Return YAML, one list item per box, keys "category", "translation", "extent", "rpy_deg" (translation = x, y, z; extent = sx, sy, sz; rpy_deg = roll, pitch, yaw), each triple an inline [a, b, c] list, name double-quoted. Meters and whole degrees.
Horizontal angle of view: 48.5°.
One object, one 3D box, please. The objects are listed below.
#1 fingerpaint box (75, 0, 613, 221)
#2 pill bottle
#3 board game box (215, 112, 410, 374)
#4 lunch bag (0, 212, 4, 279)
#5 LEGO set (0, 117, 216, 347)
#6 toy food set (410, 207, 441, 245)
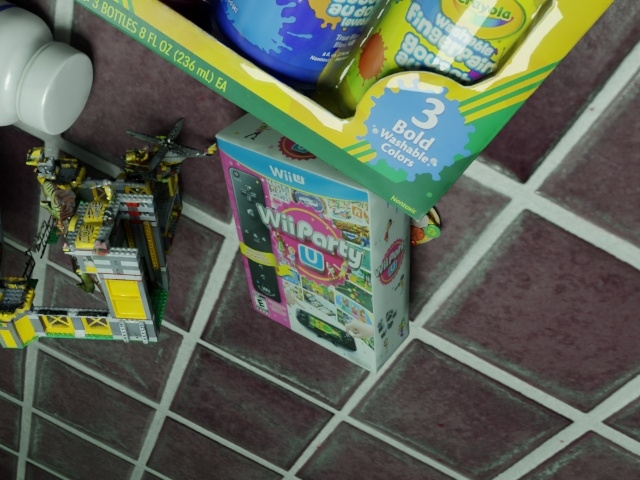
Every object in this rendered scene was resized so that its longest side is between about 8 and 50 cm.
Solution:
- category: "fingerpaint box"
  translation: [0.017, -0.284, 0.613]
  extent: [0.445, 0.163, 0.371]
  rpy_deg: [33, 130, -6]
- category: "pill bottle"
  translation: [-0.438, -0.237, 0.897]
  extent: [0.272, 0.152, 0.152]
  rpy_deg: [25, 136, 2]
- category: "board game box"
  translation: [0.000, 0.000, 0.907]
  extent: [0.224, 0.097, 0.303]
  rpy_deg: [23, 138, 30]
- category: "lunch bag"
  translation: [-0.567, -0.033, 0.993]
  extent: [0.239, 0.385, 0.327]
  rpy_deg: [4, 139, -17]
- category: "LEGO set"
  translation: [-0.288, -0.032, 0.877]
  extent: [0.255, 0.331, 0.192]
  rpy_deg: [9, 138, 6]
- category: "toy food set"
  translation: [0.115, -0.026, 0.927]
  extent: [0.083, 0.020, 0.083]
  rpy_deg: [44, 133, -16]
